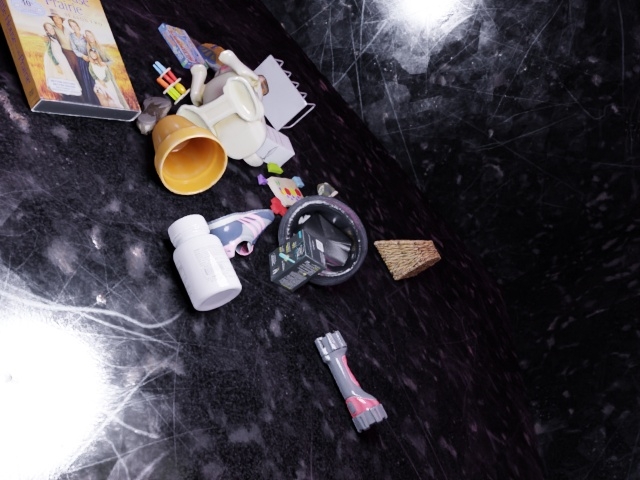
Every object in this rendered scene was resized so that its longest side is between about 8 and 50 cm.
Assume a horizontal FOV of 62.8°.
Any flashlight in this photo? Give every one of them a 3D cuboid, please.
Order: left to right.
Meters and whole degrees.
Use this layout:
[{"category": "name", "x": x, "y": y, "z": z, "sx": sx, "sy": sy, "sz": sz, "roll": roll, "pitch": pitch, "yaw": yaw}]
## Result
[{"category": "flashlight", "x": 0.095, "y": 0.430, "z": 1.626, "sx": 0.304, "sy": 0.103, "sz": 0.103, "roll": 63, "pitch": 1, "yaw": 23}]

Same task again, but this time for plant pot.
[{"category": "plant pot", "x": -0.411, "y": -0.274, "z": 1.572, "sx": 0.205, "sy": 0.205, "sz": 0.188, "roll": 19, "pitch": 25, "yaw": -50}]

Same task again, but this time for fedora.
[{"category": "fedora", "x": 0.000, "y": 0.000, "z": 1.904, "sx": 0.334, "sy": 0.334, "sz": 0.152, "roll": 50, "pitch": -9, "yaw": -7}]

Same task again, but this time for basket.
[{"category": "basket", "x": 0.440, "y": 0.044, "z": 2.576, "sx": 0.299, "sy": 0.213, "sz": 0.223, "roll": 0, "pitch": 58, "yaw": -60}]

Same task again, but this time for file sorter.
[{"category": "file sorter", "x": -0.188, "y": -0.689, "z": 2.471, "sx": 0.278, "sy": 0.192, "sz": 0.173, "roll": 53, "pitch": 23, "yaw": 1}]

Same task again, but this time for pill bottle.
[{"category": "pill bottle", "x": -0.309, "y": 0.055, "z": 1.372, "sx": 0.131, "sy": 0.131, "sz": 0.229, "roll": 3, "pitch": 54, "yaw": -59}]

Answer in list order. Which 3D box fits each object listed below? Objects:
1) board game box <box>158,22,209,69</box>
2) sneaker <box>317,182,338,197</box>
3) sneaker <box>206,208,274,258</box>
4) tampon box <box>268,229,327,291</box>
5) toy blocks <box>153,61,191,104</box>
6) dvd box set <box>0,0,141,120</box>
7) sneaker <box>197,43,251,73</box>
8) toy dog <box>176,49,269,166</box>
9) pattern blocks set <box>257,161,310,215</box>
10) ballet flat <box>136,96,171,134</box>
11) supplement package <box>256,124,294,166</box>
[{"category": "board game box", "x": -0.556, "y": -0.782, "z": 2.137, "sx": 0.201, "sy": 0.035, "sz": 0.136, "roll": 56, "pitch": 25, "yaw": 7}, {"category": "sneaker", "x": 0.013, "y": -0.213, "z": 2.361, "sx": 0.086, "sy": 0.064, "sz": 0.192, "roll": 46, "pitch": 25, "yaw": 2}, {"category": "sneaker", "x": -0.238, "y": -0.021, "z": 1.654, "sx": 0.319, "sy": 0.112, "sz": 0.131, "roll": -19, "pitch": 90, "yaw": -61}, {"category": "tampon box", "x": -0.076, "y": 0.068, "z": 1.718, "sx": 0.101, "sy": 0.161, "sz": 0.121, "roll": 33, "pitch": 33, "yaw": -36}, {"category": "toy blocks", "x": -0.541, "y": -0.563, "z": 1.859, "sx": 0.148, "sy": 0.054, "sz": 0.123, "roll": 44, "pitch": 26, "yaw": -18}, {"category": "dvd box set", "x": -0.698, "y": -0.539, "z": 1.444, "sx": 0.307, "sy": 0.062, "sz": 0.421, "roll": -9, "pitch": 75, "yaw": -57}, {"category": "sneaker", "x": -0.419, "y": -0.722, "z": 2.241, "sx": 0.296, "sy": 0.131, "sz": 0.111, "roll": 41, "pitch": 58, "yaw": 17}, {"category": "toy dog", "x": -0.303, "y": -0.511, "z": 1.947, "sx": 0.395, "sy": 0.284, "sz": 0.408, "roll": 44, "pitch": 25, "yaw": -33}, {"category": "pattern blocks set", "x": -0.135, "y": -0.192, "z": 2.112, "sx": 0.324, "sy": 0.026, "sz": 0.286, "roll": 9, "pitch": 50, "yaw": -56}, {"category": "ballet flat", "x": -0.532, "y": -0.398, "z": 1.672, "sx": 0.084, "sy": 0.058, "sz": 0.250, "roll": 7, "pitch": 33, "yaw": -9}, {"category": "supplement package", "x": -0.210, "y": -0.389, "z": 2.142, "sx": 0.179, "sy": 0.105, "sz": 0.105, "roll": 20, "pitch": 41, "yaw": -49}]
